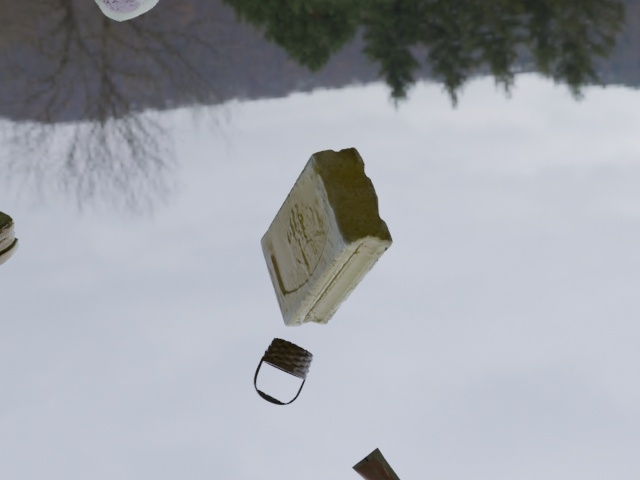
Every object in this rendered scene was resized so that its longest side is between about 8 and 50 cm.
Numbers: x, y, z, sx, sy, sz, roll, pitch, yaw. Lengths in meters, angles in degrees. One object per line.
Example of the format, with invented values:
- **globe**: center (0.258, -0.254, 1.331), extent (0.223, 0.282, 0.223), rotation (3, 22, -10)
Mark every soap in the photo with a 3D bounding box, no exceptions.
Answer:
- **soap**: center (0.000, 0.000, 1.839), extent (0.091, 0.199, 0.315), rotation (-8, 155, -26)

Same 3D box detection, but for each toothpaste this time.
- **toothpaste**: center (0.140, 0.493, 2.137), extent (0.067, 0.043, 0.194), rotation (-37, -132, -8)

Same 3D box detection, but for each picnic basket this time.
- **picnic basket**: center (-0.052, 0.177, 1.445), extent (0.072, 0.083, 0.072), rotation (22, 169, 5)

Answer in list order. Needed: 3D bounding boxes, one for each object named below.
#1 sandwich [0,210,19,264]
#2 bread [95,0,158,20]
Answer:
- **sandwich**: center (-0.748, 0.003, 2.080), extent (0.273, 0.095, 0.249), rotation (16, -143, 17)
- **bread**: center (-0.316, -0.524, 1.830), extent (0.155, 0.187, 0.338), rotation (-27, 179, -26)
